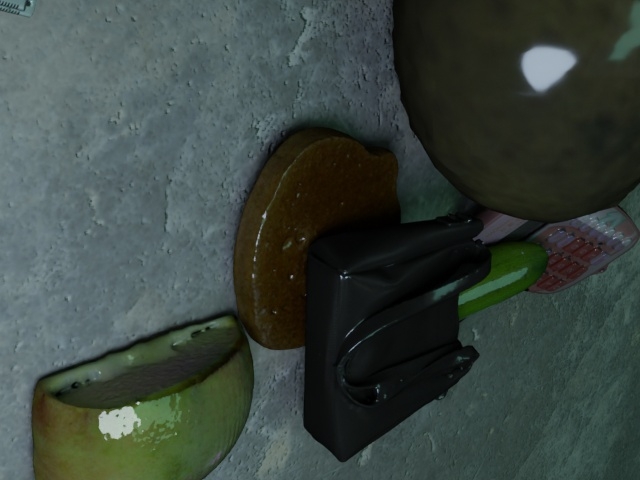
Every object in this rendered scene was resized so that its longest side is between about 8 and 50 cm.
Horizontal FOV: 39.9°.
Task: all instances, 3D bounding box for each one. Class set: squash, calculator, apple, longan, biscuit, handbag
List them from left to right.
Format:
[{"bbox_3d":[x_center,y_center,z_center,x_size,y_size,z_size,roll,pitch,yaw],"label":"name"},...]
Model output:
[{"bbox_3d":[-0.166,0.208,0.942,0.264,0.120,0.193,-16,112,-38],"label":"apple"},{"bbox_3d":[-0.001,-0.001,1.070,0.257,0.049,0.273,-1,111,-47],"label":"biscuit"},{"bbox_3d":[0.098,0.112,1.093,0.256,0.113,0.286,-17,122,-31],"label":"handbag"},{"bbox_3d":[0.189,0.072,1.237,0.292,0.082,0.082,-22,123,-15],"label":"squash"},{"bbox_3d":[0.344,-0.004,1.329,0.329,0.048,0.220,24,128,-41],"label":"calculator"},{"bbox_3d":[0.279,-0.253,1.025,0.436,0.404,0.404,-42,137,11],"label":"longan"}]

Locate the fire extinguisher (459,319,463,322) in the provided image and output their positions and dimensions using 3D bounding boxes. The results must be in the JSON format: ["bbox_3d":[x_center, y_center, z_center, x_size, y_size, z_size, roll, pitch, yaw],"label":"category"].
[{"bbox_3d":[0.182,0.114,1.298,0.177,0.050,0.062,-33,119,-30],"label":"fire extinguisher"}]

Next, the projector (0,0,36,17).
[{"bbox_3d":[-0.271,-0.262,0.693,0.115,0.061,0.147,3,105,-47],"label":"projector"}]
